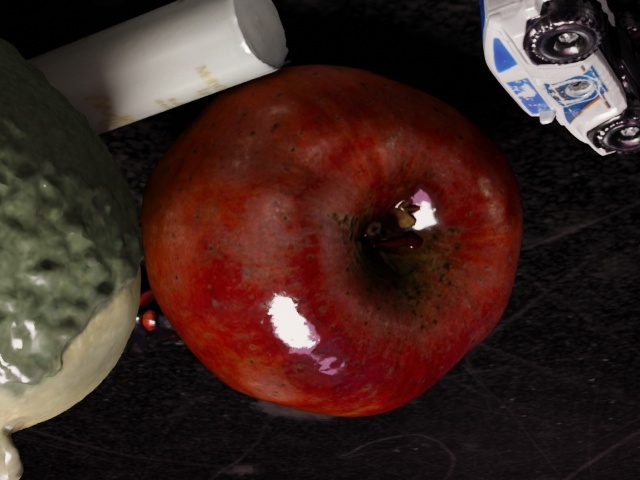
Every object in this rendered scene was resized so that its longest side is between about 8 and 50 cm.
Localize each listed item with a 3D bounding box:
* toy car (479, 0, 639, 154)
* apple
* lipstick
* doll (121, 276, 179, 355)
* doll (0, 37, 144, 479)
[{"bbox_3d":[0.131,-0.113,0.708,0.070,0.080,0.171,-16,148,26],"label":"toy car"},{"bbox_3d":[-0.001,-0.001,0.788,0.234,0.234,0.234,-1,152,0],"label":"apple"},{"bbox_3d":[-0.145,-0.089,0.770,0.264,0.059,0.059,-16,148,25],"label":"lipstick"},{"bbox_3d":[-0.175,0.058,1.015,0.249,0.088,0.127,12,149,-29],"label":"doll"},{"bbox_3d":[-0.254,-0.035,0.647,0.247,0.247,0.349,-20,119,32],"label":"doll"}]
